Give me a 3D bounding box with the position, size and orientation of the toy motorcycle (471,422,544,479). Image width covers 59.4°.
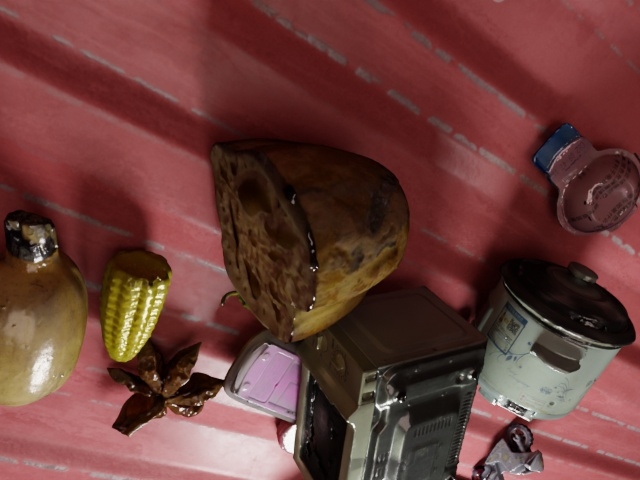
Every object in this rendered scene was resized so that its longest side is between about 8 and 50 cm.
[{"bbox_3d":[0.473,0.564,1.397,0.080,0.122,0.215,16,113,-42],"label":"toy motorcycle"}]

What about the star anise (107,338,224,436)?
[{"bbox_3d":[-0.272,0.263,0.991,0.196,0.111,0.213,13,105,-34],"label":"star anise"}]

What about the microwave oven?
[{"bbox_3d":[0.119,0.297,0.991,0.286,0.218,0.355,-6,117,-26],"label":"microwave oven"}]

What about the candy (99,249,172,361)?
[{"bbox_3d":[-0.304,0.113,0.893,0.094,0.106,0.199,-1,124,-39],"label":"candy"}]

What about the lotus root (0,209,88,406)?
[{"bbox_3d":[-0.417,0.094,0.795,0.182,0.183,0.310,9,114,-23],"label":"lotus root"}]

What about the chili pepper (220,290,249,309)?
[{"bbox_3d":[-0.092,0.102,0.976,0.204,0.073,0.072,34,90,-40],"label":"chili pepper"}]

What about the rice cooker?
[{"bbox_3d":[0.434,0.175,1.083,0.264,0.316,0.317,28,112,12],"label":"rice cooker"}]

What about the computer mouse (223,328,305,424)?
[{"bbox_3d":[-0.047,0.273,1.075,0.310,0.072,0.158,34,89,-35],"label":"computer mouse"}]

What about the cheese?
[{"bbox_3d":[0.509,-0.109,1.060,0.285,0.074,0.189,32,104,-27],"label":"cheese"}]

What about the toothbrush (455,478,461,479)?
[{"bbox_3d":[0.351,0.622,1.448,0.288,0.024,0.026,32,91,-29],"label":"toothbrush"}]

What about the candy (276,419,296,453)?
[{"bbox_3d":[-0.042,0.400,1.176,0.103,0.043,0.103,-8,118,-16],"label":"candy"}]

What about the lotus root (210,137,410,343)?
[{"bbox_3d":[0.000,0.000,0.821,0.249,0.316,0.316,-9,121,-28],"label":"lotus root"}]
